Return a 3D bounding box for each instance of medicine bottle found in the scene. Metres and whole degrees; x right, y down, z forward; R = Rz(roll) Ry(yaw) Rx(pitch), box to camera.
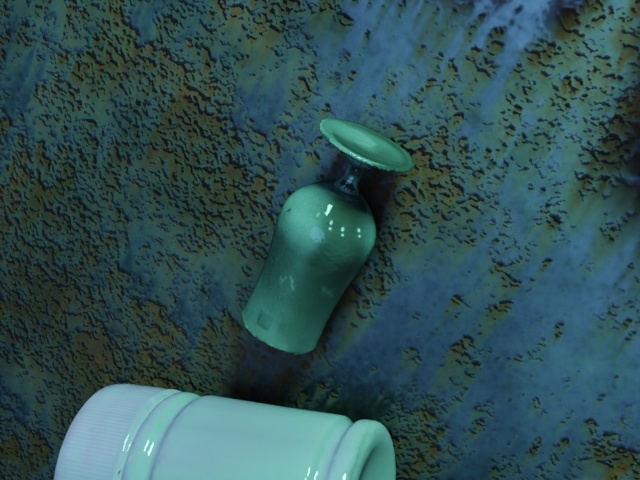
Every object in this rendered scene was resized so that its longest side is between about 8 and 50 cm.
[{"bbox_3d":[-0.095,0.268,1.007,0.315,0.202,0.202,6,105,20],"label":"medicine bottle"}]

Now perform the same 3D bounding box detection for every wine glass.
[{"bbox_3d":[0.000,0.000,0.962,0.103,0.103,0.231,32,115,12],"label":"wine glass"}]
